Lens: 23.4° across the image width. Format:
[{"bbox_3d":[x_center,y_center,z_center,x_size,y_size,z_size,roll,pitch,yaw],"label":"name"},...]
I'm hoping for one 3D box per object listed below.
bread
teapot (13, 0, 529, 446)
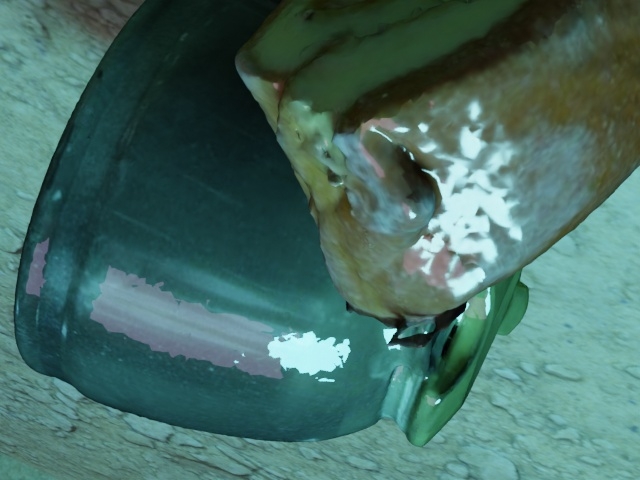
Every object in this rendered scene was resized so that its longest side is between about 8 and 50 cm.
[{"bbox_3d":[0.066,-0.079,0.645,0.190,0.244,0.123,1,136,33],"label":"bread"},{"bbox_3d":[-0.010,0.018,0.856,0.239,0.239,0.321,25,162,9],"label":"teapot"}]
